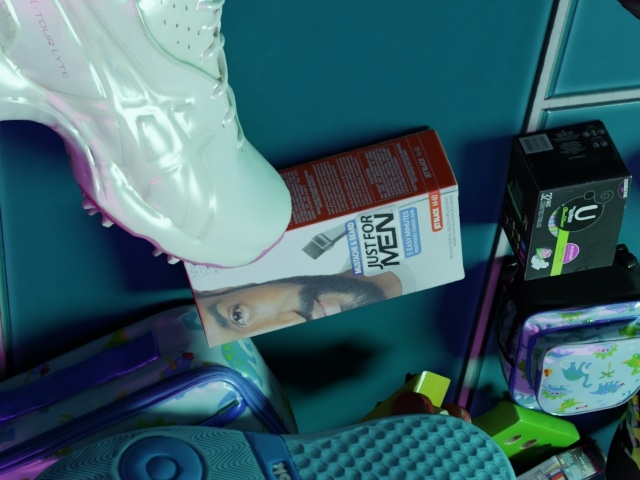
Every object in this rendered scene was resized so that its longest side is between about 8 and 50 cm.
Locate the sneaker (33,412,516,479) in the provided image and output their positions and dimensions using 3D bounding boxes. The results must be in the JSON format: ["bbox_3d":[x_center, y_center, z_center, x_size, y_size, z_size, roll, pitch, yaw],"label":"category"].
[{"bbox_3d":[-0.045,0.219,1.015,0.319,0.127,0.208,0,136,-21],"label":"sneaker"}]

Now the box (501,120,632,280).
[{"bbox_3d":[0.153,-0.024,1.001,0.062,0.052,0.083,-10,138,-9],"label":"box"}]

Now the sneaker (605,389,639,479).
[{"bbox_3d":[0.250,0.099,1.172,0.097,0.084,0.235,13,125,-18],"label":"sneaker"}]

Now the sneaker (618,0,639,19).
[{"bbox_3d":[0.234,-0.244,0.719,0.146,0.134,0.343,28,119,-34],"label":"sneaker"}]

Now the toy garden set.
[{"bbox_3d":[0.041,0.171,1.169,0.244,0.049,0.204,-34,152,21],"label":"toy garden set"}]

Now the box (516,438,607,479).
[{"bbox_3d":[0.165,0.192,1.226,0.094,0.027,0.137,-34,166,18],"label":"box"}]

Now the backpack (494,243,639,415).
[{"bbox_3d":[0.174,0.071,1.094,0.105,0.084,0.114,-7,143,-9],"label":"backpack"}]

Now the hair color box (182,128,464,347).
[{"bbox_3d":[0.000,0.000,0.970,0.167,0.053,0.093,-15,141,-3],"label":"hair color box"}]

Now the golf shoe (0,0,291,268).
[{"bbox_3d":[-0.086,-0.088,0.793,0.140,0.115,0.306,-35,139,14],"label":"golf shoe"}]

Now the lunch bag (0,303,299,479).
[{"bbox_3d":[-0.130,0.141,1.056,0.219,0.090,0.176,-23,137,4],"label":"lunch bag"}]
